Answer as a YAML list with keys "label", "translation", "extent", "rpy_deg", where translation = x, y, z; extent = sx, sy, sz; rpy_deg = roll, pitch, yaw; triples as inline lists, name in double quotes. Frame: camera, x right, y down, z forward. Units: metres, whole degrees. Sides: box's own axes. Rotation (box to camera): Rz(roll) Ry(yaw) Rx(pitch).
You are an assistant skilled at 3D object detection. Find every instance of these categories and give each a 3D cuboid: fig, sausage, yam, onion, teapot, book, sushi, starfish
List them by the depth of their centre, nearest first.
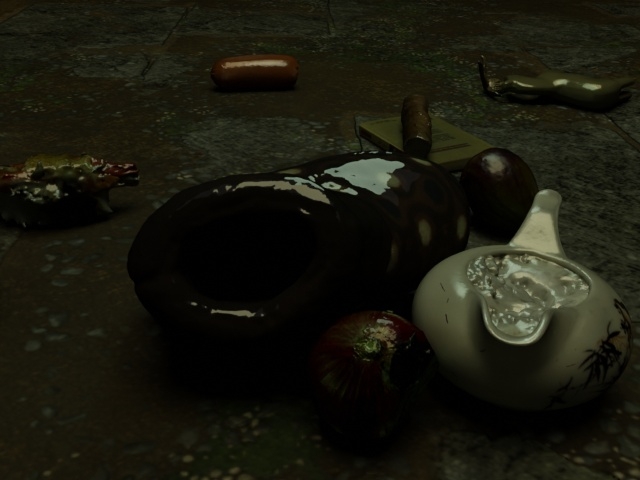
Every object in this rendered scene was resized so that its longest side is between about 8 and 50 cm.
- label: "onion"
  translation: [0.042, 0.117, 0.661]
  extent: [0.118, 0.119, 0.117]
  rpy_deg: [18, 46, 29]
- label: "teapot"
  translation: [0.199, 0.059, 0.736]
  extent: [0.208, 0.166, 0.300]
  rpy_deg: [1, 35, 21]
- label: "sushi"
  translation: [-0.363, -0.072, 1.024]
  extent: [0.225, 0.103, 0.097]
  rpy_deg: [-9, 2, -15]
- label: "fig"
  translation: [0.262, -0.058, 1.033]
  extent: [0.155, 0.103, 0.109]
  rpy_deg: [52, 30, 13]
- label: "yam"
  translation: [0.167, -0.205, 1.292]
  extent: [0.056, 0.057, 0.241]
  rpy_deg: [4, 28, 5]
- label: "book"
  translation: [0.192, -0.177, 1.326]
  extent: [0.161, 0.027, 0.231]
  rpy_deg: [-12, 30, -23]
- label: "sausage"
  translation: [-0.146, -0.372, 1.636]
  extent: [0.197, 0.076, 0.076]
  rpy_deg: [-5, 28, -10]
- label: "starfish"
  translation: [0.378, -0.347, 1.642]
  extent: [0.133, 0.041, 0.130]
  rpy_deg: [33, 36, -29]

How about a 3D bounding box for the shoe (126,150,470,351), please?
- label: "shoe"
  translation: [0.000, 0.000, 0.757]
  extent: [0.383, 0.172, 0.237]
  rpy_deg: [-8, 6, -11]

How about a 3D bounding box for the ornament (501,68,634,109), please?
- label: "ornament"
  translation: [0.530, -0.337, 1.615]
  extent: [0.230, 0.061, 0.244]
  rpy_deg: [24, 31, 37]
